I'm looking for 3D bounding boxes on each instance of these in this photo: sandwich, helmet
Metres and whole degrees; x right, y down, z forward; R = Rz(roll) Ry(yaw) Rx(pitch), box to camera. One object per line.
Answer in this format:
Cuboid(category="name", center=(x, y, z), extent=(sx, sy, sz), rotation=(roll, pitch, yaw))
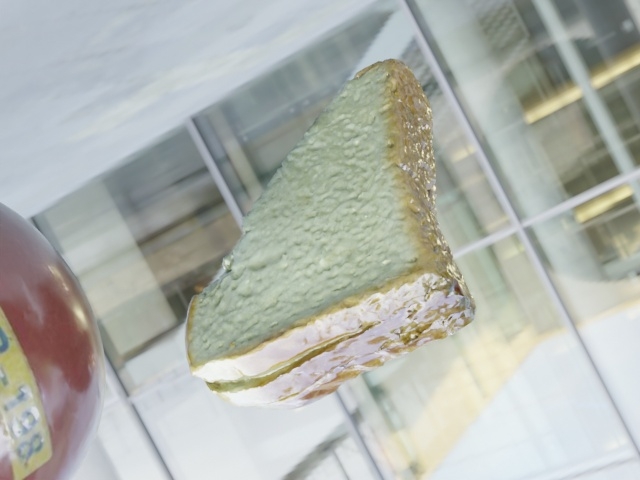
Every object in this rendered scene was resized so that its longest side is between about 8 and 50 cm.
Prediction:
Cuboid(category="sandwich", center=(-0.003, -0.003, 0.980), extent=(0.254, 0.099, 0.289), rotation=(-27, -136, 25))
Cuboid(category="helmet", center=(-0.304, 0.081, 0.898), extent=(0.230, 0.385, 0.337), rotation=(-27, -162, -35))
